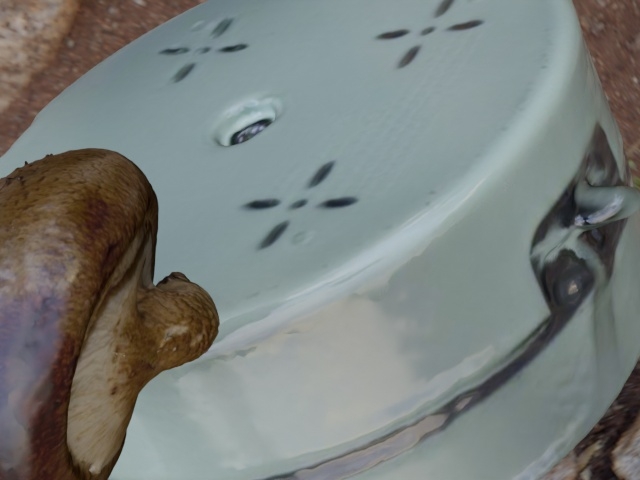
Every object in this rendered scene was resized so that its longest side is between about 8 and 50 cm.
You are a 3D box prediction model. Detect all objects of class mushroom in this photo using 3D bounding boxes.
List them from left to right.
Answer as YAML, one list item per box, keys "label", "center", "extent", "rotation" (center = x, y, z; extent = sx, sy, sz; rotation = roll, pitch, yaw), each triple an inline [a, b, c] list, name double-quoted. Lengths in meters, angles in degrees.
- label: "mushroom"
  center: [-0.083, 0.032, 0.443]
  extent: [0.087, 0.127, 0.127]
  rotation: [9, 90, 6]

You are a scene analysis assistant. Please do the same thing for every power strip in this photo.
- label: "power strip"
  center: [0.000, 0.000, 0.686]
  extent: [0.358, 0.357, 0.161]
  rotation: [-15, 124, 19]
